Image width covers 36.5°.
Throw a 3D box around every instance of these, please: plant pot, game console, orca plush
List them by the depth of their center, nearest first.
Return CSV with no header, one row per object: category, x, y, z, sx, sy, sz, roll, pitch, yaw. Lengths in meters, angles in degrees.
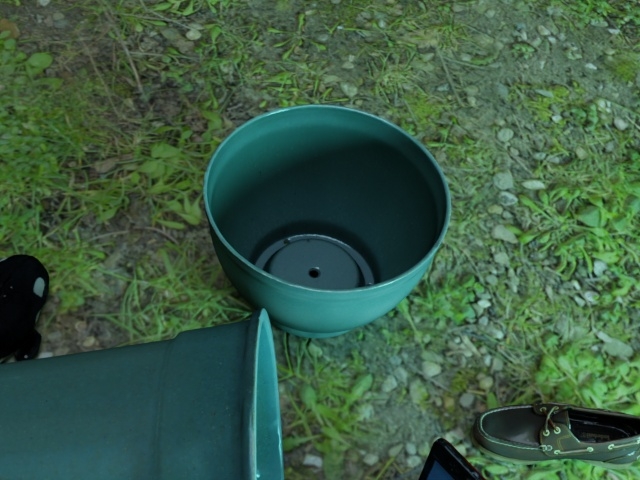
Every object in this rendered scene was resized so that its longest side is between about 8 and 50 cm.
plant pot,-0.210,0.246,0.932,0.334,0.341,0.341,-4,52,1
game console,0.129,0.302,1.022,0.085,0.144,0.124,-31,61,-28
orca plush,-0.435,0.101,1.142,0.287,0.102,0.151,-36,63,-29
plant pot,0.000,0.000,1.215,0.293,0.196,0.293,3,52,-4

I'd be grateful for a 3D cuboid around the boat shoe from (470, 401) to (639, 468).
boat shoe,0.285,0.223,1.151,0.207,0.073,0.073,3,52,-3
